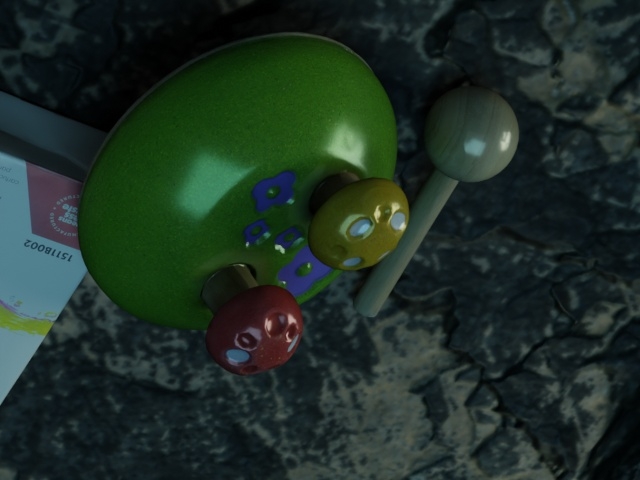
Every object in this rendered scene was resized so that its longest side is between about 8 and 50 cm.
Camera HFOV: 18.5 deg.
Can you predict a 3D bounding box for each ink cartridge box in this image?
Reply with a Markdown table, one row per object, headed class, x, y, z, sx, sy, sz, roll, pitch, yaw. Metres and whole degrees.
| class | x | y | z | sx | sy | sz | roll | pitch | yaw |
| --- | --- | --- | --- | --- | --- | --- | --- | --- | --- |
| ink cartridge box | -0.200 | 0.017 | 1.056 | 0.115 | 0.067 | 0.198 | 21 | 120 | -26 |

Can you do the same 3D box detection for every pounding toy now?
| class | x | y | z | sx | sy | sz | roll | pitch | yaw |
| --- | --- | --- | --- | --- | --- | --- | --- | --- | --- |
| pounding toy | 0.000 | 0.000 | 1.020 | 0.237 | 0.110 | 0.183 | 3 | 127 | -39 |
